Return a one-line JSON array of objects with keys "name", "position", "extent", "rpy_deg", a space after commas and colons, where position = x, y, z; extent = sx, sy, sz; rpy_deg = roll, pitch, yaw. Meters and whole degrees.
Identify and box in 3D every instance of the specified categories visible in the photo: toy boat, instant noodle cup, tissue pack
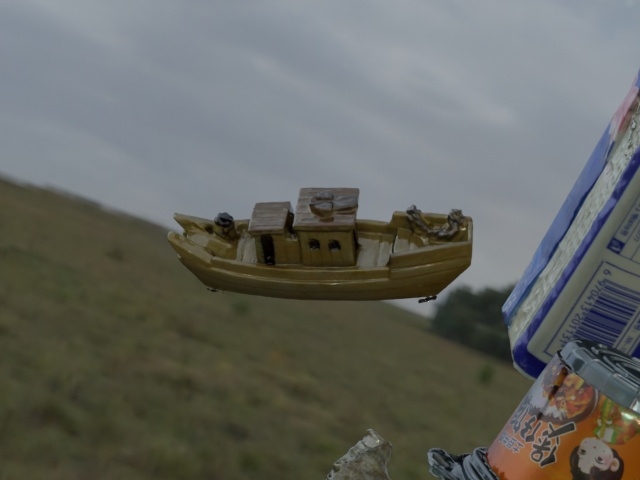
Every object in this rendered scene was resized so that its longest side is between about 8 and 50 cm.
[{"name": "toy boat", "position": [0.000, 0.000, 1.180], "extent": [0.206, 0.072, 0.064], "rpy_deg": [1, 39, 7]}, {"name": "instant noodle cup", "position": [0.191, 0.145, 1.164], "extent": [0.208, 0.125, 0.177], "rpy_deg": [24, 11, -21]}, {"name": "tissue pack", "position": [0.283, -0.004, 1.342], "extent": [0.209, 0.270, 0.137], "rpy_deg": [15, 31, -19]}]

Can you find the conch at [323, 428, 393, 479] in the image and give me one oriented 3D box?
[{"name": "conch", "position": [0.038, 0.217, 1.084], "extent": [0.130, 0.207, 0.155], "rpy_deg": [-11, -45, 1]}]
